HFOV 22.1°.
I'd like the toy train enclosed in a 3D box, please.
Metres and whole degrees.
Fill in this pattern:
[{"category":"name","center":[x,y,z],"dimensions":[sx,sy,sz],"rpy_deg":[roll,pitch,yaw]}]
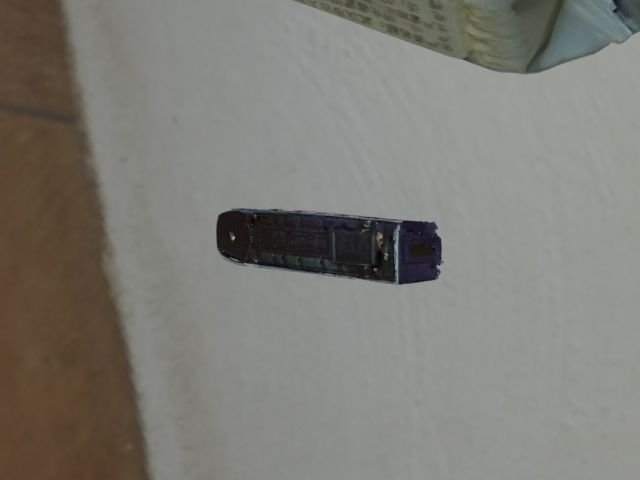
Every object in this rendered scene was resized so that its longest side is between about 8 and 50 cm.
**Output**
[{"category":"toy train","center":[0.000,0.000,0.440],"dimensions":[0.017,0.083,0.017],"rpy_deg":[-6,98,-36]}]

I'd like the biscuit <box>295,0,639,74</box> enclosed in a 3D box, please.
[{"category":"biscuit","center":[-0.032,-0.149,0.581],"dimensions":[0.079,0.309,0.186],"rpy_deg":[-64,163,-13]}]
